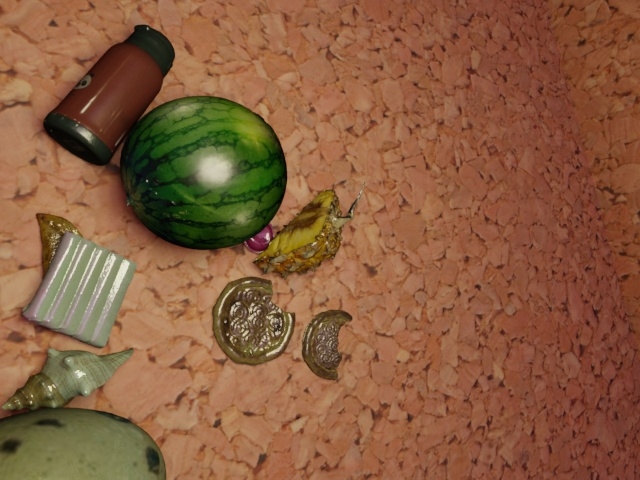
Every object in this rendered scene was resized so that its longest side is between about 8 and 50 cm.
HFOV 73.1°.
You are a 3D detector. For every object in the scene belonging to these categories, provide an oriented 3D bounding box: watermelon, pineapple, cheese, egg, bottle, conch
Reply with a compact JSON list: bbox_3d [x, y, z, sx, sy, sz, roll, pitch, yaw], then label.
[{"bbox_3d":[-0.249,-0.144,0.952,0.362,0.363,0.364,4,82,-27],"label":"watermelon"},{"bbox_3d":[0.003,0.001,1.155,0.334,0.158,0.161,-49,121,-31],"label":"pineapple"},{"bbox_3d":[-0.152,0.002,1.149,0.095,0.038,0.145,-45,111,-23],"label":"cheese"},{"bbox_3d":[-0.485,0.466,0.740,0.427,0.344,0.346,-13,90,-38],"label":"egg"},{"bbox_3d":[-0.452,-0.340,0.971,0.143,0.144,0.336,34,69,-20],"label":"bottle"},{"bbox_3d":[-0.504,0.269,0.871,0.233,0.137,0.115,-28,113,-22],"label":"conch"}]

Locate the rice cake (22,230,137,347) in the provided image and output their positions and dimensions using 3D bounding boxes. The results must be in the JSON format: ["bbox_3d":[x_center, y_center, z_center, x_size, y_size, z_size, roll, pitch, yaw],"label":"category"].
[{"bbox_3d":[-0.505,0.106,0.926,0.189,0.037,0.198,38,65,-37],"label":"rice cake"}]

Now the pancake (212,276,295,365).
[{"bbox_3d":[-0.171,0.209,1.117,0.212,0.029,0.235,-46,103,-24],"label":"pancake"}]

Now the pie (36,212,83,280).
[{"bbox_3d":[-0.559,0.023,0.933,0.091,0.034,0.170,-2,79,-25],"label":"pie"}]

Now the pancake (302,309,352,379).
[{"bbox_3d":[0.030,0.294,1.218,0.184,0.020,0.191,-17,92,-30],"label":"pancake"}]
